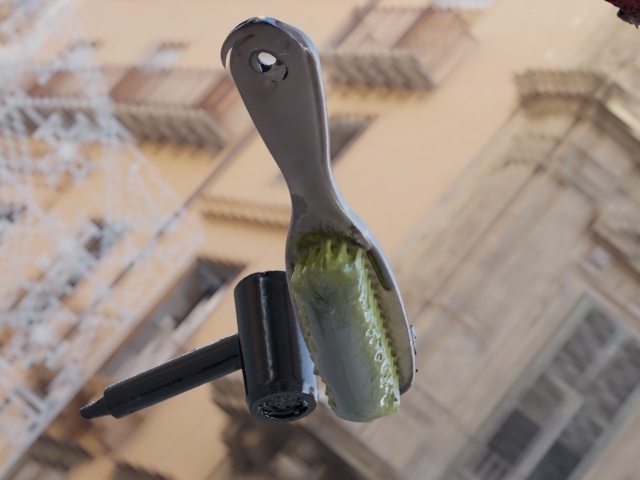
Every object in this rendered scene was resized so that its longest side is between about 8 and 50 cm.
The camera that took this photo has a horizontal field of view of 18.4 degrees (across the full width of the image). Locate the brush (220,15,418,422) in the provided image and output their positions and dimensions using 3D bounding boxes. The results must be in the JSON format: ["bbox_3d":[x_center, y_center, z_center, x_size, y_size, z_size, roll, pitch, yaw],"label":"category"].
[{"bbox_3d":[0.002,0.001,1.208,0.072,0.067,0.313,-9,-51,9],"label":"brush"}]

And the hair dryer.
[{"bbox_3d":[-0.115,0.133,1.811,0.255,0.128,0.070,-26,-37,23],"label":"hair dryer"}]

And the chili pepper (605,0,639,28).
[{"bbox_3d":[0.160,-0.166,1.118,0.268,0.059,0.050,44,-55,14],"label":"chili pepper"}]
